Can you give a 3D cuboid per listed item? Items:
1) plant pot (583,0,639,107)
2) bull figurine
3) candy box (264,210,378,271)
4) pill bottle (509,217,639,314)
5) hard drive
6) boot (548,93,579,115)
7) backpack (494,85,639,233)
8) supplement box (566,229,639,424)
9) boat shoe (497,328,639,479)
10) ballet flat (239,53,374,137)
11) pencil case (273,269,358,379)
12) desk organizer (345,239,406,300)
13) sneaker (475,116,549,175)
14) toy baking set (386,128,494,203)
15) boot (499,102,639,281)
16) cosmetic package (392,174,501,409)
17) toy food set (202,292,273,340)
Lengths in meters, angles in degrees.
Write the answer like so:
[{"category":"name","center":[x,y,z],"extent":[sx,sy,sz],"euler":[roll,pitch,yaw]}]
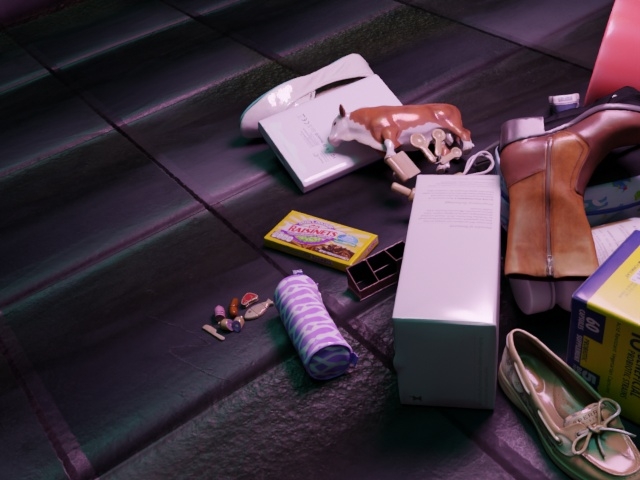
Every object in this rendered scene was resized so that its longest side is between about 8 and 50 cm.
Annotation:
[{"category":"plant pot","center":[0.739,-0.394,1.711],"extent":[0.243,0.274,0.275],"euler":[17,45,17]},{"category":"bull figurine","center":[0.176,-0.228,1.687],"extent":[0.311,0.101,0.188],"euler":[-10,55,-12]},{"category":"candy box","center":[0.000,0.000,1.540],"extent":[0.206,0.027,0.105],"euler":[17,42,29]},{"category":"pill bottle","center":[0.441,0.048,1.302],"extent":[0.229,0.131,0.131],"euler":[-13,38,-4]},{"category":"hard drive","center":[0.047,-0.250,1.780],"extent":[0.319,0.040,0.210],"euler":[-25,63,-19]},{"category":"boot","center":[0.551,-0.286,1.760],"extent":[0.069,0.086,0.190],"euler":[-3,10,21]},{"category":"backpack","center":[0.488,-0.120,1.436],"extent":[0.356,0.273,0.290],"euler":[-10,44,-26]},{"category":"supplement box","center":[0.548,0.165,1.080],"extent":[0.357,0.194,0.195],"euler":[26,50,37]},{"category":"boat shoe","center":[0.351,0.242,1.110],"extent":[0.105,0.089,0.285],"euler":[-24,40,-18]},{"category":"ballet flat","center":[-0.011,-0.339,1.905],"extent":[0.400,0.139,0.139],"euler":[-33,44,-28]},{"category":"pencil case","center":[-0.014,0.144,1.322],"extent":[0.088,0.086,0.206],"euler":[2,34,-24]},{"category":"desk organizer","center":[0.113,0.054,1.429],"extent":[0.130,0.050,0.047],"euler":[-26,41,-19]},{"category":"sneaker","center":[0.444,-0.198,1.658],"extent":[0.228,0.087,0.130],"euler":[-25,3,15]},{"category":"toy baking set","center":[0.262,-0.130,1.575],"extent":[0.256,0.030,0.196],"euler":[29,63,1]},{"category":"boot","center":[0.420,-0.074,1.235],"extent":[0.264,0.096,0.280],"euler":[-2,66,8]},{"category":"cosmetic package","center":[0.215,0.071,1.271],"extent":[0.155,0.196,0.365],"euler":[1,41,12]},{"category":"toy food set","center":[-0.153,0.129,1.415],"extent":[0.078,0.019,0.122],"euler":[25,50,36]}]
